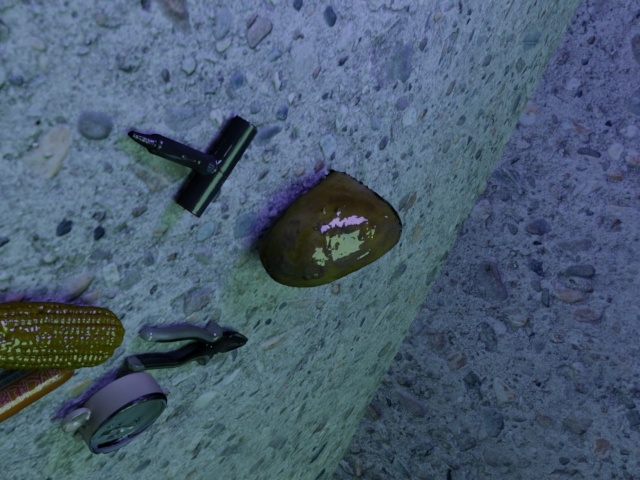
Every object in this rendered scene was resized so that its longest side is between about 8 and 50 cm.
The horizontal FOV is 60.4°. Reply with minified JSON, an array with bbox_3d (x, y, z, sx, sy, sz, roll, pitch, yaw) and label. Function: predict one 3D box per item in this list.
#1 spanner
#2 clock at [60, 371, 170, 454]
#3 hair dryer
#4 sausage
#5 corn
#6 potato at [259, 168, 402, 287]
[{"bbox_3d":[-0.250,0.212,1.109,0.325,0.040,0.095,11,110,-61],"label":"spanner"},{"bbox_3d":[-0.355,0.314,0.990,0.155,0.063,0.229,-54,153,15],"label":"clock"},{"bbox_3d":[-0.191,-0.143,0.814,0.173,0.050,0.195,-57,151,-5],"label":"hair dryer"},{"bbox_3d":[-0.481,0.246,0.733,0.348,0.053,0.053,-33,145,-40],"label":"sausage"},{"bbox_3d":[-0.372,0.128,0.746,0.097,0.097,0.262,-59,151,5],"label":"corn"},{"bbox_3d":[0.000,0.000,1.132,0.266,0.229,0.229,-37,148,-27],"label":"potato"}]
